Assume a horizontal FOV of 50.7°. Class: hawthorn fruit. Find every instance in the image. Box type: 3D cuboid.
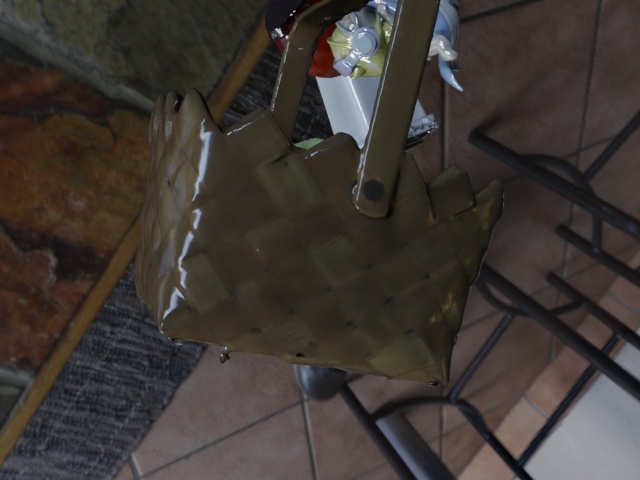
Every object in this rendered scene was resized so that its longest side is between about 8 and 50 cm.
[{"bbox_3d":[0.021,-0.424,1.312,0.249,0.215,0.215,40,96,-21],"label":"hawthorn fruit"}]

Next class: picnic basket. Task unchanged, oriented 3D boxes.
[{"bbox_3d":[-0.001,-0.059,0.582,0.291,0.254,0.321,13,88,-21],"label":"picnic basket"}]

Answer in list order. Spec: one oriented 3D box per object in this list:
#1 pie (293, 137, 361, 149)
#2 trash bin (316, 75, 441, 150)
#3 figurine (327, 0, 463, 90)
[{"bbox_3d":[0.000,0.000,0.988,0.323,0.323,0.070,-58,160,14],"label":"pie"},{"bbox_3d":[0.143,-0.412,1.920,0.256,0.296,0.368,-25,97,-22],"label":"trash bin"},{"bbox_3d":[0.105,-0.271,0.886,0.208,0.128,0.184,40,119,-13],"label":"figurine"}]
